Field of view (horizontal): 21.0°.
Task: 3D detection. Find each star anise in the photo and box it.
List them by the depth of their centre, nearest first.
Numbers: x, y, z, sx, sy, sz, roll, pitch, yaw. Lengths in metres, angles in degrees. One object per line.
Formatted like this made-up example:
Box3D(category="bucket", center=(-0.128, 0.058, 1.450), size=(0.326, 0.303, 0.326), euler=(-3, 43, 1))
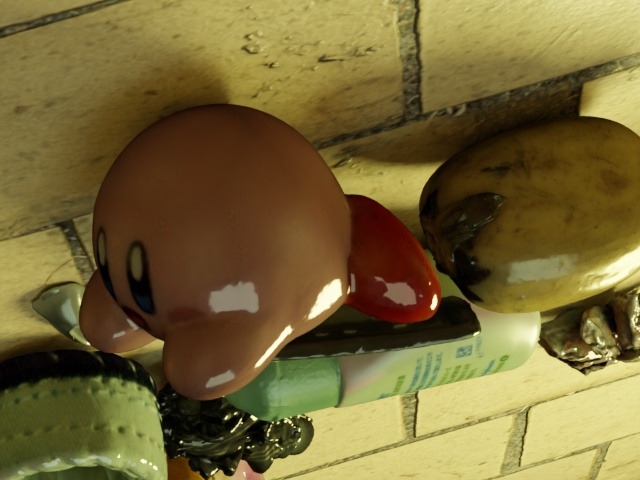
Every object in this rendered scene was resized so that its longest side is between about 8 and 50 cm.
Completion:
Box3D(category="star anise", center=(0.389, 0.117, 2.222), size=(0.231, 0.089, 0.209), euler=(-22, 166, 40))

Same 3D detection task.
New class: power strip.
Box3D(category="power strip", center=(0.019, 0.064, 1.654), size=(0.257, 0.092, 0.251), euler=(-7, 177, 0))

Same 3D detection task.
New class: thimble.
Box3D(category="thimble", center=(-0.289, 0.222, 1.891), size=(0.237, 0.150, 0.237), euler=(-6, 150, -4))

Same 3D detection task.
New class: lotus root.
Box3D(category="lotus root", center=(0.250, -0.034, 1.681), size=(0.310, 0.183, 0.183), euler=(-15, 156, -6))

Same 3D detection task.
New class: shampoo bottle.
Box3D(category="shampoo bottle", center=(0.051, 0.100, 1.876), size=(0.349, 0.151, 0.222), euler=(-12, 167, -13))

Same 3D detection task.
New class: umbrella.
Box3D(category="umbrella", center=(-0.102, 0.234, 2.101), size=(0.154, 0.128, 0.336), euler=(-22, 159, 4))

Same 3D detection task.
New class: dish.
Box3D(category="dish", center=(-0.240, 0.083, 1.776), size=(0.091, 0.039, 0.137), euler=(-26, 156, 19))

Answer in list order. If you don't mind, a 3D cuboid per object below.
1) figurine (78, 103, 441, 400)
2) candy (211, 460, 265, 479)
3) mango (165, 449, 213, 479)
Box3D(category="figurine", center=(-0.074, -0.016, 1.476), size=(0.261, 0.269, 0.211), euler=(-25, 121, -32))
Box3D(category="candy", center=(-0.185, 0.373, 2.301), size=(0.116, 0.155, 0.265), euler=(3, 149, -48))
Box3D(category="mango", center=(-0.245, 0.343, 2.153), size=(0.290, 0.191, 0.160), euler=(-28, 118, 29))
